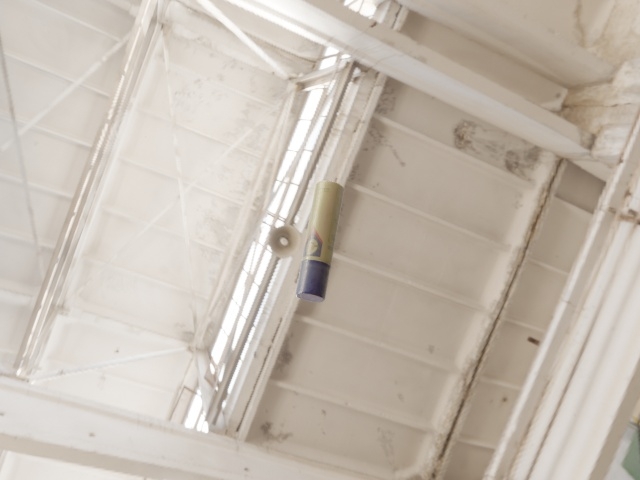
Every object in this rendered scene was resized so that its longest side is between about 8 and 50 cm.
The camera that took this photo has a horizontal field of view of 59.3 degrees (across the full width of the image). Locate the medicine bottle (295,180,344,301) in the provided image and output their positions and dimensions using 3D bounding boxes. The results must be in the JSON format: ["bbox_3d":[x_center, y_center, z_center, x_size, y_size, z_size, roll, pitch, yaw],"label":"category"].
[{"bbox_3d":[0.000,0.000,1.075,0.059,0.059,0.231,18,-112,-19],"label":"medicine bottle"}]
